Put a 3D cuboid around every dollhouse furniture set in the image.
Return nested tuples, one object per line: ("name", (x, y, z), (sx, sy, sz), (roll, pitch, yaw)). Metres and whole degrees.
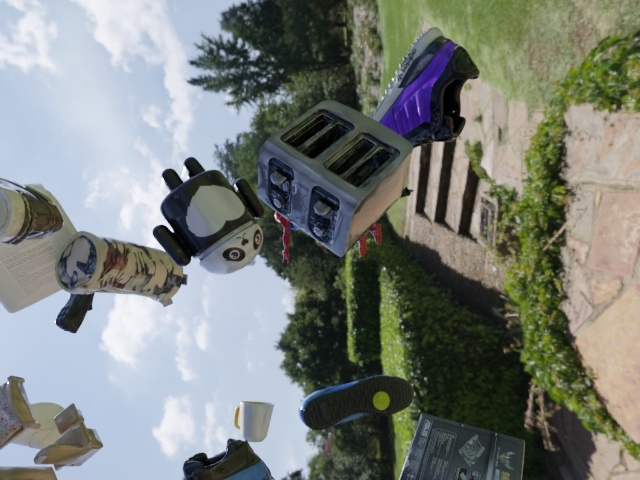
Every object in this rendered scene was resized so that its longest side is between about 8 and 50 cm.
("dollhouse furniture set", (-0.689, 0.376, 0.843), (0.355, 0.303, 0.174), (45, 166, 27))

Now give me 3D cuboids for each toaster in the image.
("toaster", (0.027, -0.095, 0.585), (0.185, 0.168, 0.110), (-43, -22, -28))

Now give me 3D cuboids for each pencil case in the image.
("pencil case", (-0.571, 0.093, 1.207), (0.184, 0.160, 0.410), (64, -172, 16))

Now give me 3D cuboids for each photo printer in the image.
("photo printer", (-0.806, 0.011, 1.111), (0.107, 0.256, 0.308), (25, 139, 49))

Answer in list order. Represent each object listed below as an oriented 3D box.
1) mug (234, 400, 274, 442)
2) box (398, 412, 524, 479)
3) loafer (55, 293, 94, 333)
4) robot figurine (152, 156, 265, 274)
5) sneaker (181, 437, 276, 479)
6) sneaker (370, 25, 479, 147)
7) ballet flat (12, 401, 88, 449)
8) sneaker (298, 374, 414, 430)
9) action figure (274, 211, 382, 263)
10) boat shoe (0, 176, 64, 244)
("mug", (-0.121, 0.329, 0.745), (0.078, 0.062, 0.064), (144, 132, -64))
("box", (0.226, 0.410, 0.667), (0.231, 0.183, 0.056), (-45, -47, -51))
("loafer", (-0.814, 0.212, 1.391), (0.223, 0.076, 0.078), (-85, -25, -45))
("robot figurine", (-0.255, -0.053, 0.948), (0.278, 0.209, 0.173), (55, -169, -3))
("sneaker", (-0.123, 0.259, 0.396), (0.085, 0.152, 0.058), (55, 166, 6))
("sneaker", (0.176, -0.210, 0.744), (0.102, 0.146, 0.293), (-27, -27, -45))
("ballet flat", (-0.844, 0.619, 1.310), (0.400, 0.139, 0.139), (91, 178, -57))
("sneaker", (0.062, 0.286, 0.739), (0.082, 0.209, 0.069), (126, 133, -75))
("action figure", (0.000, 0.000, 0.934), (0.091, 0.280, 0.139), (-32, -50, -40))
("boat shoe", (-0.571, -0.066, 0.661), (0.096, 0.324, 0.117), (10, -86, -73))
